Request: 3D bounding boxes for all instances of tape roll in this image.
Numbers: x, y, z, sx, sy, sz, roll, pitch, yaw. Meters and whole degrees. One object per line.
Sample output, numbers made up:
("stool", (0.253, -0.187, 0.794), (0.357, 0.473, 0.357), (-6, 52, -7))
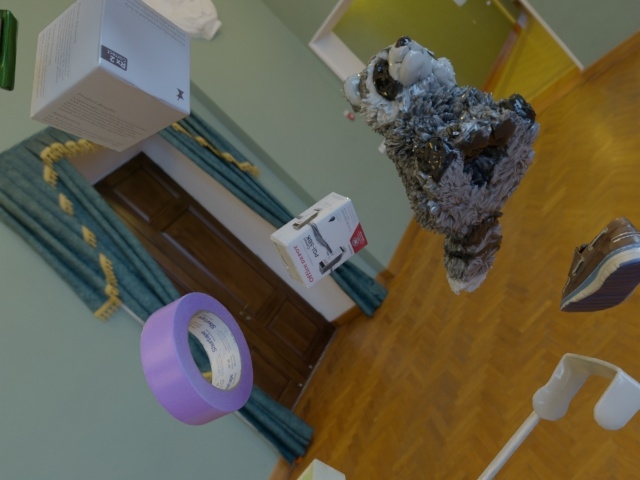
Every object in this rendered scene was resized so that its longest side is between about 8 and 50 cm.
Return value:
("tape roll", (-0.265, 0.258, 1.011), (0.090, 0.275, 0.275), (-27, 14, 14))

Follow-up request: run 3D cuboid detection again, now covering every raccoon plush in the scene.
("raccoon plush", (0.170, -0.126, 0.813), (0.216, 0.299, 0.446), (-19, -46, -23))

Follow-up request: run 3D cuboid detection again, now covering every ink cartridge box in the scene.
("ink cartridge box", (0.000, 0.000, 0.750), (0.135, 0.099, 0.056), (-37, 34, -17))

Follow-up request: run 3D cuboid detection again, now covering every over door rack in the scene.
("over door rack", (0.164, 0.256, 0.321), (0.324, 0.239, 0.108), (-53, 1, 15))

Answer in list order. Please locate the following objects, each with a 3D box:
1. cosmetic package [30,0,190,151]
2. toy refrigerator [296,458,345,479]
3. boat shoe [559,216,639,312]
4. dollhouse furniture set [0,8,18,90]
("cosmetic package", (-0.315, -0.253, 0.692), (0.183, 0.151, 0.151), (-15, -19, 30))
("toy refrigerator", (-0.015, 0.587, 0.906), (0.102, 0.094, 0.269), (-54, 9, 18))
("boat shoe", (0.341, 0.035, 0.550), (0.183, 0.066, 0.066), (84, -175, -62))
("dollhouse furniture set", (-0.435, -0.341, 0.488), (0.197, 0.151, 0.302), (-151, 69, -69))
